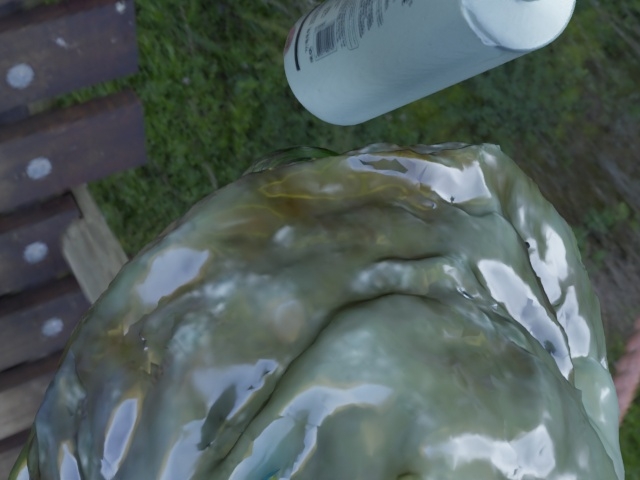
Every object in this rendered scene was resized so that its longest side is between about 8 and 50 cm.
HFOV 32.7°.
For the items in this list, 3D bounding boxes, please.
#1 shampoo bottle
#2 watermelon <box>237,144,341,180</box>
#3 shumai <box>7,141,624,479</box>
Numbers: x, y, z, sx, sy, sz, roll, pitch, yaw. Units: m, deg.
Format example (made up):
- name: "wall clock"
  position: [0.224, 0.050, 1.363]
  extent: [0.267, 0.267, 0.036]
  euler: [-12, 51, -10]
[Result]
- name: "shampoo bottle"
  position: [0.069, -0.132, 0.641]
  extent: [0.085, 0.085, 0.262]
  euler: [-15, -179, -27]
- name: "watermelon"
  position: [-0.003, -0.006, 0.626]
  extent: [0.109, 0.109, 0.109]
  euler: [-23, 148, -15]
- name: "shumai"
  position: [0.054, 0.140, 0.385]
  extent: [0.304, 0.263, 0.309]
  euler: [-31, 125, -15]
